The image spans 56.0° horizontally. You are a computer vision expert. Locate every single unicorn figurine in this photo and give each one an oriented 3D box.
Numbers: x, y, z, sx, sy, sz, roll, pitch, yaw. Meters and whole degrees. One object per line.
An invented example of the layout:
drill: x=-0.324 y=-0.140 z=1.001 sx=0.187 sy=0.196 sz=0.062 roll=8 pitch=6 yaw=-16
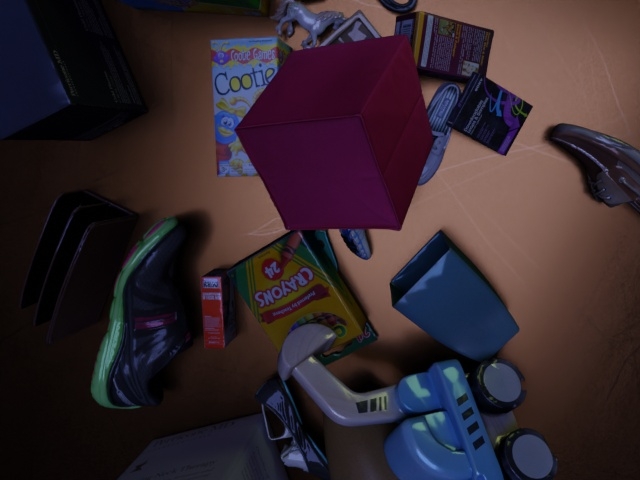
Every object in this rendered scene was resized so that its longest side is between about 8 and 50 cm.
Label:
unicorn figurine: x=-0.022 y=-0.458 z=1.275 sx=0.161 sy=0.060 sz=0.111 roll=28 pitch=122 yaw=-12

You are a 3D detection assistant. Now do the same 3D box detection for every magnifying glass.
magnifying glass: x=0.000 y=0.000 z=1.363 sx=0.092 sy=0.026 sz=0.231 roll=7 pitch=99 yaw=9

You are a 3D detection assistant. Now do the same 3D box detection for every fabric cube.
fabric cube: x=0.043 y=-0.193 z=1.130 sx=0.254 sy=0.258 sz=0.259 roll=1 pitch=135 yaw=28

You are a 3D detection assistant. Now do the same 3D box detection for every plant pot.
plant pot: x=0.289 y=0.129 z=1.266 sx=0.234 sy=0.165 sz=0.166 roll=40 pitch=103 yaw=-6
plant pot: x=0.107 y=0.472 z=1.332 sx=0.237 sy=0.237 sz=0.255 roll=-27 pitch=78 yaw=13

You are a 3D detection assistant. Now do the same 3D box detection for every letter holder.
letter holder: x=-0.580 y=0.057 z=1.377 sx=0.151 sy=0.214 sz=0.302 roll=26 pitch=102 yaw=5

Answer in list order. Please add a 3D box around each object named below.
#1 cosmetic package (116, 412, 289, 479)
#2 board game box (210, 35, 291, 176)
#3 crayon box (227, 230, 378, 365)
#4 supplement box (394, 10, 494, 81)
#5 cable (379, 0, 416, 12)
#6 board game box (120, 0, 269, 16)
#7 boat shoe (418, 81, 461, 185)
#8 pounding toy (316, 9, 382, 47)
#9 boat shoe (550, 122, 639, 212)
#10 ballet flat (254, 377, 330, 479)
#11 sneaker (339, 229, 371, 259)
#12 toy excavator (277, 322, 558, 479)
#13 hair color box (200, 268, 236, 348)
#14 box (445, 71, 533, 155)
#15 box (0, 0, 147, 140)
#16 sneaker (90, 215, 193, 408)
cosmetic package: x=-0.263 y=0.639 z=1.316 sx=0.329 sy=0.393 sz=0.328 roll=-17 pitch=96 yaw=12
board game box: x=-0.138 y=-0.278 z=1.284 sx=0.141 sy=0.144 sz=0.276 roll=0 pitch=99 yaw=9
crayon box: x=-0.036 y=0.146 z=1.345 sx=0.202 sy=0.081 sz=0.319 roll=-31 pitch=98 yaw=18
supplement box: x=0.239 y=-0.376 z=1.186 sx=0.188 sy=0.080 sz=0.104 roll=2 pitch=100 yaw=-29
cable: x=0.066 y=-0.559 z=1.262 sx=0.287 sy=0.072 sz=0.140 roll=10 pitch=96 yaw=-3
board game box: x=-0.285 y=-0.520 z=1.225 sx=0.316 sy=0.242 sz=0.064 roll=7 pitch=100 yaw=10
boat shoe: x=0.230 y=-0.224 z=1.261 sx=0.083 sy=0.076 sz=0.227 roll=18 pitch=101 yaw=7
pounding toy: x=0.117 y=-0.370 z=1.256 sx=0.181 sy=0.094 sz=0.206 roll=-40 pitch=99 yaw=8
boat shoe: x=0.594 y=-0.121 z=1.192 sx=0.324 sy=0.123 sz=0.116 roll=32 pitch=105 yaw=6
ballet flat: x=-0.066 y=0.456 z=1.406 sx=0.096 sy=0.095 sz=0.281 roll=-30 pitch=85 yaw=-11
sneaker: x=0.076 y=-0.048 z=1.324 sx=0.082 sy=0.071 sz=0.191 roll=-33 pitch=106 yaw=-18
toy excavator: x=0.169 y=0.348 z=1.203 sx=0.444 sy=0.222 sz=0.433 roll=-7 pitch=60 yaw=-19
hair color box: x=-0.234 y=0.156 z=1.393 sx=0.053 sy=0.093 sz=0.167 roll=-1 pitch=99 yaw=9
box: x=0.342 y=-0.253 z=1.218 sx=0.162 sy=0.029 sz=0.116 roll=19 pitch=104 yaw=-28
box: x=-0.569 y=-0.398 z=1.257 sx=0.178 sy=0.312 sz=0.344 roll=-22 pitch=94 yaw=13
sneaker: x=-0.383 y=0.170 z=1.403 sx=0.202 sy=0.185 sz=0.483 roll=16 pitch=105 yaw=-11
